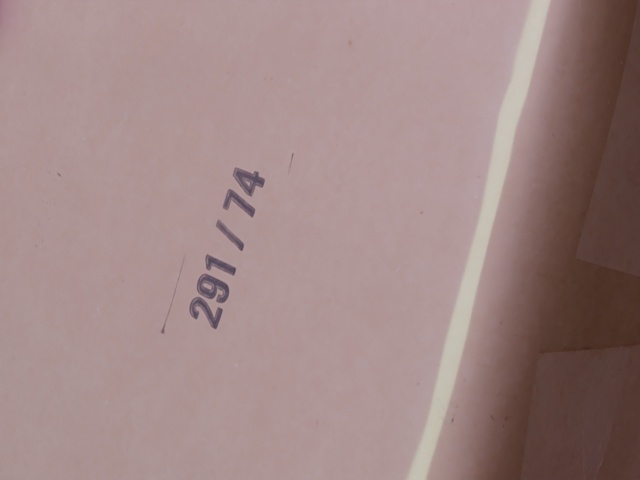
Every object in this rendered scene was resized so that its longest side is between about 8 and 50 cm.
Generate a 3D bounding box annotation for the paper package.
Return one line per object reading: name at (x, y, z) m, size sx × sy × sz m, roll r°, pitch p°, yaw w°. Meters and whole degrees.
paper package at (0.000, 0.000, 0.792) m, size 0.309 × 0.168 × 0.325 m, roll 18°, pitch 96°, yaw 41°
